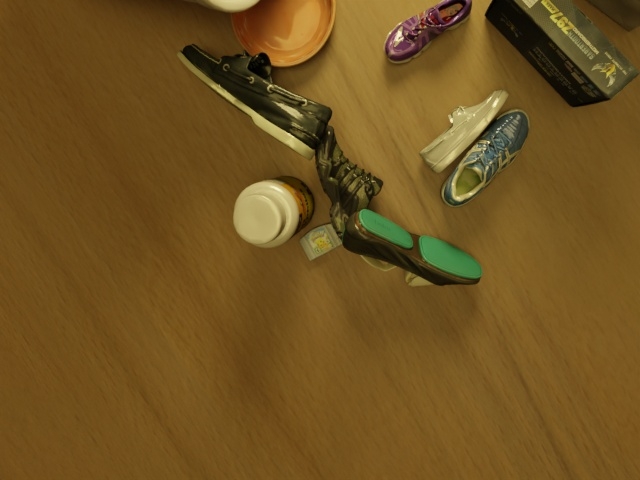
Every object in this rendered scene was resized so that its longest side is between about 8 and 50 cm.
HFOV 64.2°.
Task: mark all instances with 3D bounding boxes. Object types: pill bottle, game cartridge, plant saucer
[{"bbox_3d":[-0.085,-0.054,0.935,0.117,0.215,0.117,2,102,10],"label":"pill bottle"},{"bbox_3d":[0.000,0.000,1.034,0.083,0.017,0.056,-29,91,14],"label":"game cartridge"},{"bbox_3d":[-0.067,-0.425,0.951,0.200,0.037,0.200,2,102,9],"label":"plant saucer"}]

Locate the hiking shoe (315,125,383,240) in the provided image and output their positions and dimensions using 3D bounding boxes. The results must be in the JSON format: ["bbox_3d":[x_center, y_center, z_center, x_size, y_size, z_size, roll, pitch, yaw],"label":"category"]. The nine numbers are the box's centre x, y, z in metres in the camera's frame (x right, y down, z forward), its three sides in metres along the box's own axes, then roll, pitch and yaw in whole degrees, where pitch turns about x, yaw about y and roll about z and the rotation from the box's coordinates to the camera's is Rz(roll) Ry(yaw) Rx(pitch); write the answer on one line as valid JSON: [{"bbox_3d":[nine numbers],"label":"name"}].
[{"bbox_3d":[0.059,-0.116,0.974,0.114,0.086,0.227,-15,107,5],"label":"hiking shoe"}]

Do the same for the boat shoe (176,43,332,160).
[{"bbox_3d":[-0.118,-0.283,0.928,0.340,0.127,0.113,40,99,22],"label":"boat shoe"}]

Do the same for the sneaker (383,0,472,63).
[{"bbox_3d":[0.185,-0.379,0.895,0.170,0.071,0.068,-33,94,16],"label":"sneaker"}]

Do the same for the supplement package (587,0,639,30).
[{"bbox_3d":[0.445,-0.470,0.759,0.262,0.204,0.145,37,105,2],"label":"supplement package"}]

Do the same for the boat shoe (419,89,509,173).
[{"bbox_3d":[0.256,-0.207,0.925,0.063,0.066,0.184,42,115,-1],"label":"boat shoe"}]

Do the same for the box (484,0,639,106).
[{"bbox_3d":[0.371,-0.317,0.814,0.059,0.183,0.233,-44,92,16],"label":"box"}]

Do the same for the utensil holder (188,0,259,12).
[{"bbox_3d":[-0.286,-0.552,0.786,0.385,0.327,0.328,18,104,21],"label":"utensil holder"}]

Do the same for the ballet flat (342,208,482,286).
[{"bbox_3d":[0.165,0.028,0.964,0.280,0.095,0.096,25,131,-11],"label":"ballet flat"}]

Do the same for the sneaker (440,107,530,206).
[{"bbox_3d":[0.301,-0.142,0.915,0.080,0.081,0.211,36,104,4],"label":"sneaker"}]
